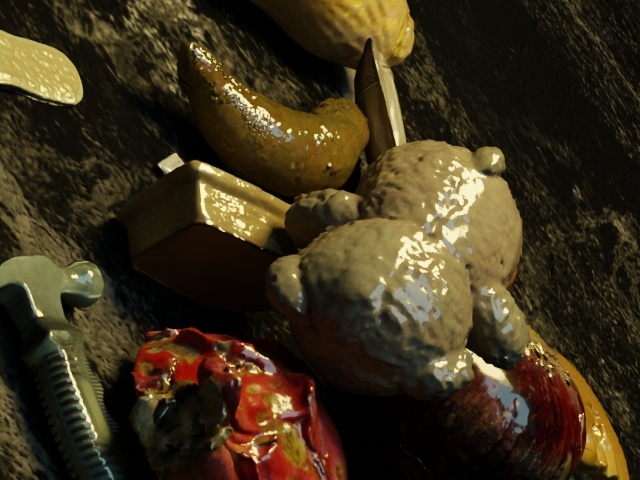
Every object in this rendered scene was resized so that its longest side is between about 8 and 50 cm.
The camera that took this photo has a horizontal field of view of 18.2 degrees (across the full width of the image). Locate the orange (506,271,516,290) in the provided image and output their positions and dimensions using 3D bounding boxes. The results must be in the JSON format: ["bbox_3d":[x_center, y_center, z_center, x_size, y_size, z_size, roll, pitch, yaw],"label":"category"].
[{"bbox_3d":[0.171,0.027,2.147,0.083,0.070,0.083,49,14,-17],"label":"orange"}]

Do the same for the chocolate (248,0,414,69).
[{"bbox_3d":[-0.022,-0.284,2.096,0.309,0.134,0.134,34,36,-32],"label":"chocolate"}]

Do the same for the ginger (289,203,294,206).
[{"bbox_3d":[-0.002,-0.003,1.939,0.173,0.051,0.069,6,52,-49],"label":"ginger"}]

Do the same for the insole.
[{"bbox_3d":[-0.289,-0.162,1.686,0.248,0.011,0.081,15,49,-51],"label":"insole"}]

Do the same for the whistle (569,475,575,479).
[{"bbox_3d":[0.239,0.277,2.020,0.068,0.057,0.326,27,40,-44],"label":"whistle"}]

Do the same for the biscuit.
[{"bbox_3d":[0.255,0.175,2.053,0.224,0.033,0.144,43,29,-36],"label":"biscuit"}]

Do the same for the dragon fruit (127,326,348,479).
[{"bbox_3d":[-0.064,0.157,1.542,0.211,0.134,0.262,43,26,-65],"label":"dragon fruit"}]

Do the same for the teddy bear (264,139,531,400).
[{"bbox_3d":[0.074,0.029,1.681,0.236,0.151,0.267,29,50,4],"label":"teddy bear"}]

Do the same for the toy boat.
[{"bbox_3d":[-0.077,0.009,1.740,0.188,0.116,0.061,27,46,-39],"label":"toy boat"}]

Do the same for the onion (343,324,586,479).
[{"bbox_3d":[0.131,0.152,1.835,0.246,0.190,0.246,32,15,-9],"label":"onion"}]

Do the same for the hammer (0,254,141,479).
[{"bbox_3d":[-0.192,0.116,1.532,0.158,0.041,0.226,-3,65,-58],"label":"hammer"}]

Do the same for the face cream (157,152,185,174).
[{"bbox_3d":[-0.109,-0.030,1.825,0.115,0.020,0.038,53,30,-2],"label":"face cream"}]

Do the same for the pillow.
[{"bbox_3d":[0.067,-0.089,2.057,0.131,0.038,0.233,116,-36,-72],"label":"pillow"}]

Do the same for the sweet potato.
[{"bbox_3d":[-0.029,-0.099,1.938,0.310,0.098,0.124,14,42,-53],"label":"sweet potato"}]
